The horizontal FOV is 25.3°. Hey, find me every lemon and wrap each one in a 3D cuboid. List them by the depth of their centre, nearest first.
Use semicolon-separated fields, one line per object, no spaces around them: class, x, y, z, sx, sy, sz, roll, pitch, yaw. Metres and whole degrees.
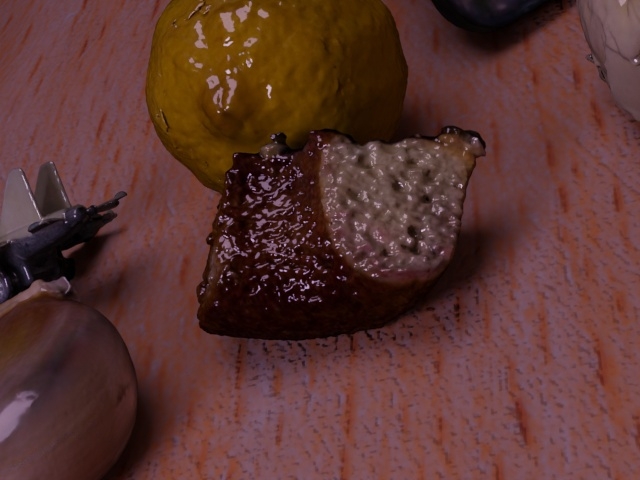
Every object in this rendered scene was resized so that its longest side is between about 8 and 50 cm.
lemon;-0.031;-0.122;1.065;0.192;0.192;0.231;-11;10;25

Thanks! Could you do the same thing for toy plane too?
toy plane;-0.269;0.027;1.147;0.262;0.088;0.192;-35;-8;35

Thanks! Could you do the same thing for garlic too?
garlic;-0.211;0.129;0.926;0.148;0.128;0.266;-30;10;38

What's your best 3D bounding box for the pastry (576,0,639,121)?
pastry;0.294;-0.183;0.969;0.264;0.133;0.265;-20;35;15

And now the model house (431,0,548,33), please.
model house;0.136;-0.322;1.263;0.271;0.190;0.301;-40;20;-9

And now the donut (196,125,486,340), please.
donut;0.010;0.003;0.962;0.186;0.144;0.126;7;48;2
